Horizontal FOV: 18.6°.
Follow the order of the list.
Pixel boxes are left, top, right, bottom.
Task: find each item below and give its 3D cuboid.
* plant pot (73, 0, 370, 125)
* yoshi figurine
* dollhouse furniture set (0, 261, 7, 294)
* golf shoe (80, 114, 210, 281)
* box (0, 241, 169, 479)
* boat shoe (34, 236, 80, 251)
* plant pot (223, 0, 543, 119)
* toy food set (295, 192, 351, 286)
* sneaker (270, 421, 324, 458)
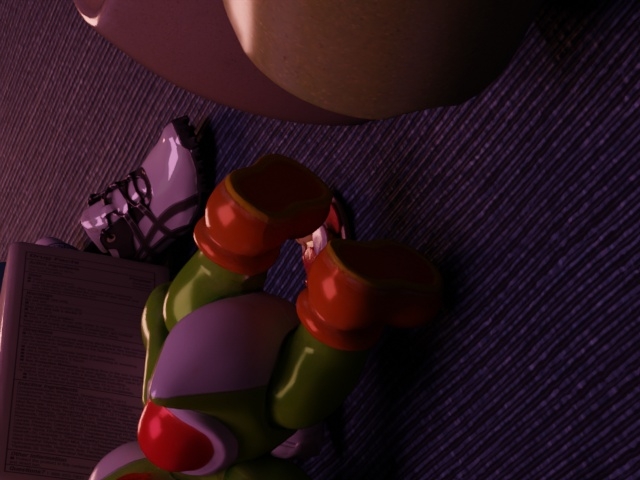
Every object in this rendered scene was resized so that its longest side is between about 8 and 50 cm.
[{"bbox_3d":[-0.069,-0.217,1.336,0.284,0.191,0.284,176,90,-66],"label":"plant pot"},{"bbox_3d":[-0.052,0.130,1.359,0.362,0.203,0.203,-61,19,23],"label":"yoshi figurine"},{"bbox_3d":[-0.250,0.081,1.813,0.129,0.183,0.129,160,104,-66],"label":"dollhouse furniture set"},{"bbox_3d":[-0.156,-0.027,1.694,0.198,0.093,0.077,111,147,-43],"label":"golf shoe"},{"bbox_3d":[-0.202,0.144,1.598,0.311,0.148,0.121,-94,17,-56],"label":"box"},{"bbox_3d":[-0.282,0.123,2.030,0.084,0.095,0.258,-143,62,-65],"label":"boat shoe"},{"bbox_3d":[0.043,-0.207,1.039,0.254,0.276,0.276,103,153,-58],"label":"plant pot"},{"bbox_3d":[0.000,0.000,1.430,0.082,0.020,0.083,158,106,-65],"label":"toy food set"},{"bbox_3d":[-0.064,0.117,1.521,0.232,0.090,0.115,-161,65,-66],"label":"sneaker"}]
